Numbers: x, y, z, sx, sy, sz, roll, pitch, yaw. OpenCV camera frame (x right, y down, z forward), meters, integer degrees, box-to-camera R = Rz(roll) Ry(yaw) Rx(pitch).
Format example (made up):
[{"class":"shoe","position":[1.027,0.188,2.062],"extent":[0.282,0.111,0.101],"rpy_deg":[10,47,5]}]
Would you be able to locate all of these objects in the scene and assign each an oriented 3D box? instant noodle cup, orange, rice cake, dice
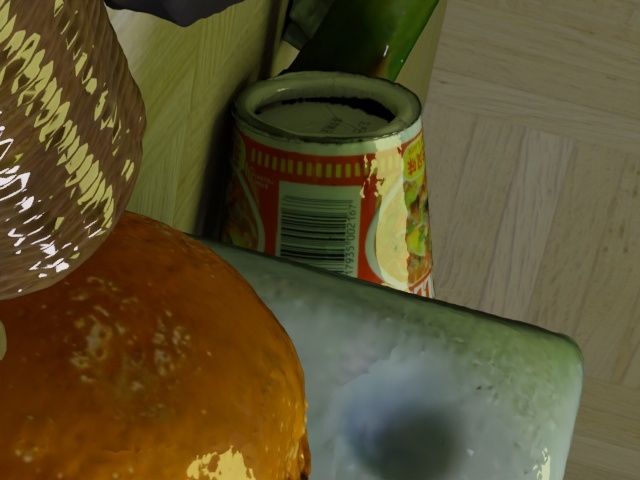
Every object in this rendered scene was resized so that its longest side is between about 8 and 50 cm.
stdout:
[{"class":"instant noodle cup","position":[0.000,0.000,1.262],"extent":[0.193,0.193,0.212],"rpy_deg":[-65,159,-62]},{"class":"orange","position":[-0.083,0.085,0.657],"extent":[0.193,0.161,0.193],"rpy_deg":[13,90,-80]},{"class":"rice cake","position":[0.020,-0.184,1.441],"extent":[0.206,0.069,0.063],"rpy_deg":[-59,163,-76]},{"class":"dice","position":[-0.012,0.148,0.988],"extent":[0.262,0.264,0.268],"rpy_deg":[29,77,-84]}]

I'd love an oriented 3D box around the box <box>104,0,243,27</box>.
[{"class":"box","position":[-0.005,-0.284,0.814],"extent":[0.359,0.091,0.350],"rpy_deg":[-54,158,-70]}]

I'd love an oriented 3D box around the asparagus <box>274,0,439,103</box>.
[{"class":"asparagus","position":[0.047,-0.171,1.279],"extent":[0.343,0.082,0.085],"rpy_deg":[-56,-172,38]}]

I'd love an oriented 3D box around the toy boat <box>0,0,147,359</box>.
[{"class":"toy boat","position":[-0.100,-0.047,0.363],"extent":[0.310,0.115,0.089],"rpy_deg":[89,17,-69]}]
